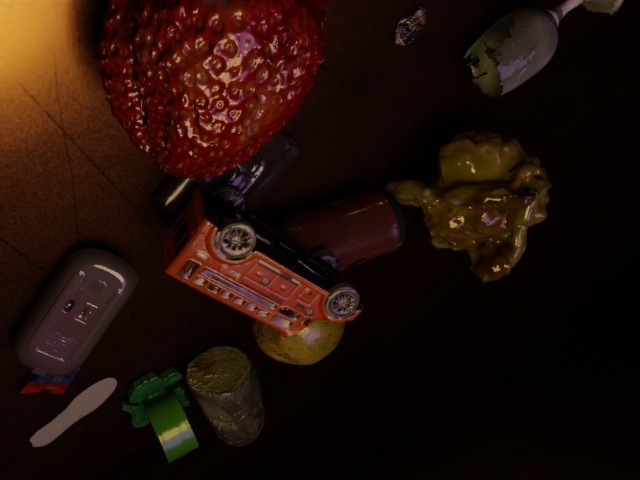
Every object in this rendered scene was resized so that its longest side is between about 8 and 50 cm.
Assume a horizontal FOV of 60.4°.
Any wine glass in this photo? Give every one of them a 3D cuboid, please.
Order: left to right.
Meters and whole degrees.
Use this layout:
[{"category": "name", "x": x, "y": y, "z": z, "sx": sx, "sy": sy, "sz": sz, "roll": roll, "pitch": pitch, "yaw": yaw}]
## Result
[{"category": "wine glass", "x": 0.442, "y": -0.423, "z": 1.100, "sx": 0.321, "sy": 0.143, "sz": 0.143, "roll": -40, "pitch": 143, "yaw": -5}]

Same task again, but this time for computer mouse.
[{"category": "computer mouse", "x": -0.392, "y": 0.114, "z": 0.884, "sx": 0.120, "sy": 0.057, "sz": 0.232, "roll": 31, "pitch": 98, "yaw": -27}]

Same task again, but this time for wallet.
[{"category": "wallet", "x": -0.146, "y": -0.109, "z": 0.930, "sx": 0.229, "sy": 0.049, "sz": 0.182, "roll": -50, "pitch": 139, "yaw": 4}]

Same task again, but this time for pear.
[{"category": "pear", "x": -0.053, "y": 0.159, "z": 1.151, "sx": 0.197, "sy": 0.197, "sz": 0.197, "roll": -25, "pitch": 139, "yaw": -24}]

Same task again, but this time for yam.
[{"category": "yam", "x": -0.201, "y": 0.337, "z": 1.215, "sx": 0.154, "sy": 0.154, "sz": 0.254, "roll": -31, "pitch": 141, "yaw": -18}]

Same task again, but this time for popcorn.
[{"category": "popcorn", "x": 0.335, "y": -0.096, "z": 1.226, "sx": 0.290, "sy": 0.321, "sz": 0.326, "roll": -47, "pitch": 163, "yaw": -24}]

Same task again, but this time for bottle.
[{"category": "bottle", "x": 0.000, "y": 0.000, "z": 1.097, "sx": 0.336, "sy": 0.144, "sz": 0.144, "roll": -18, "pitch": 136, "yaw": -26}]

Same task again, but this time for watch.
[{"category": "watch", "x": -0.322, "y": 0.370, "z": 1.133, "sx": 0.131, "sy": 0.152, "sz": 0.165, "roll": -21, "pitch": 139, "yaw": -23}]

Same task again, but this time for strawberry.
[{"category": "strawberry", "x": -0.127, "y": -0.216, "z": 0.676, "sx": 0.238, "sy": 0.250, "sz": 0.288, "roll": 4, "pitch": 100, "yaw": -48}]

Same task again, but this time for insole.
[{"category": "insole", "x": -0.480, "y": 0.335, "z": 1.074, "sx": 0.197, "sy": 0.004, "sz": 0.065, "roll": -40, "pitch": 143, "yaw": -6}]

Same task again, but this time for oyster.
[{"category": "oyster", "x": 0.163, "y": -0.378, "z": 0.983, "sx": 0.083, "sy": 0.019, "sz": 0.054, "roll": -38, "pitch": 143, "yaw": -8}]

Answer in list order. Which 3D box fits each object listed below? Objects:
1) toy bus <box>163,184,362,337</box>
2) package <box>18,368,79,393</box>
[{"category": "toy bus", "x": -0.087, "y": 0.052, "z": 0.911, "sx": 0.329, "sy": 0.143, "sz": 0.153, "roll": 32, "pitch": 106, "yaw": -30}, {"category": "package", "x": -0.441, "y": 0.196, "z": 0.963, "sx": 0.200, "sy": 0.022, "sz": 0.083, "roll": -53, "pitch": 142, "yaw": 10}]
